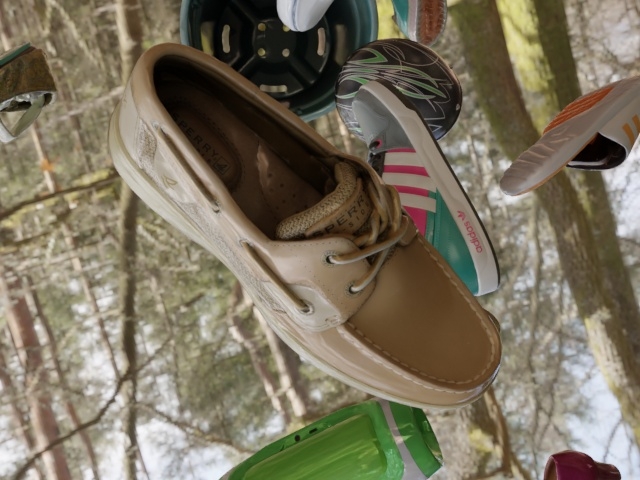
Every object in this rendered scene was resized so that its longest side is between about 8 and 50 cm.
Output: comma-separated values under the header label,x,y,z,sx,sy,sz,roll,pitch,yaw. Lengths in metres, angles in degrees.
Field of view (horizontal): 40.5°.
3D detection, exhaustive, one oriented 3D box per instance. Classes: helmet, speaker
label,x,y,z,sx,sy,sz,roll,pitch,yaw
helmet,0.105,-0.201,1.202,0.169,0.169,0.161,-17,-179,-11
speaker,0.006,0.309,1.146,0.297,0.131,0.131,-28,-176,10

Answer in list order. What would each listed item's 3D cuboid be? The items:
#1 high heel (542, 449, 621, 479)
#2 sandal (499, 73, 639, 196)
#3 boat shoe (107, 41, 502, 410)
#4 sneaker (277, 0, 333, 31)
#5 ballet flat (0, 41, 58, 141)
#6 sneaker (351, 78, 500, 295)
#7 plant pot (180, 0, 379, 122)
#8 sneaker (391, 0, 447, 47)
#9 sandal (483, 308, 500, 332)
label,x,y,z,sx,sy,sz,roll,pitch,yaw
high heel,0.427,0.573,1.667,0.181,0.377,0.127,20,-176,-30
sandal,0.303,-0.105,1.000,0.265,0.076,0.102,-40,-166,-28
boat shoe,0.000,0.000,0.602,0.121,0.341,0.110,-57,-172,-24
sneaker,0.033,-0.287,0.873,0.094,0.091,0.258,-43,176,-34
ballet flat,-0.457,-0.175,1.153,0.123,0.123,0.348,-13,-160,20
sneaker,0.054,-0.039,0.968,0.178,0.295,0.124,-22,151,-7
plant pot,-0.084,-0.391,1.644,0.341,0.341,0.334,-16,-171,-3
sneaker,0.176,-0.517,1.628,0.108,0.302,0.121,-25,-132,-27
sandal,0.221,0.171,1.652,0.240,0.088,0.079,-2,156,13
